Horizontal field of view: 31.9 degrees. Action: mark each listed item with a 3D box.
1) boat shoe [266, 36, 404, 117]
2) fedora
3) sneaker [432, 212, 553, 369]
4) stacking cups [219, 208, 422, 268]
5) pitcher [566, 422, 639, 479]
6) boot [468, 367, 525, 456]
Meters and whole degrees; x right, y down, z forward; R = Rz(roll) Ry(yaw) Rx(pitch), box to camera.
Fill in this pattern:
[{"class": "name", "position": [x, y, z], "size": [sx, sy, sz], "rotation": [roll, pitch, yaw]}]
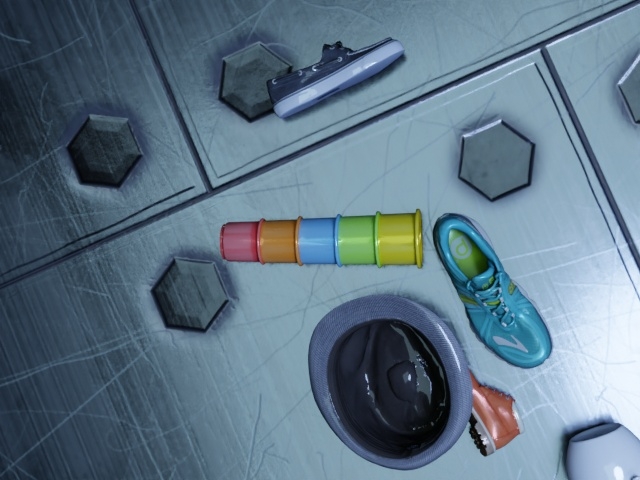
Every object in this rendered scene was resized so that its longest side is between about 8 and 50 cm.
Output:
[{"class": "boat shoe", "position": [0.018, -0.275, 1.772], "size": [0.228, 0.080, 0.076], "rotation": [-26, 87, 13]}, {"class": "fedora", "position": [0.115, 0.205, 1.707], "size": [0.243, 0.124, 0.275], "rotation": [-23, 92, 19]}, {"class": "sneaker", "position": [0.254, 0.080, 1.710], "size": [0.107, 0.110, 0.275], "rotation": [-35, 85, 5]}, {"class": "stacking cups", "position": [0.000, 0.000, 1.751], "size": [0.316, 0.096, 0.096], "rotation": [-1, 88, 7]}, {"class": "pitcher", "position": [0.453, 0.379, 1.644], "size": [0.125, 0.178, 0.207], "rotation": [-19, 87, -18]}, {"class": "boot", "position": [0.255, 0.246, 1.739], "size": [0.084, 0.059, 0.158], "rotation": [-24, 81, -12]}]
